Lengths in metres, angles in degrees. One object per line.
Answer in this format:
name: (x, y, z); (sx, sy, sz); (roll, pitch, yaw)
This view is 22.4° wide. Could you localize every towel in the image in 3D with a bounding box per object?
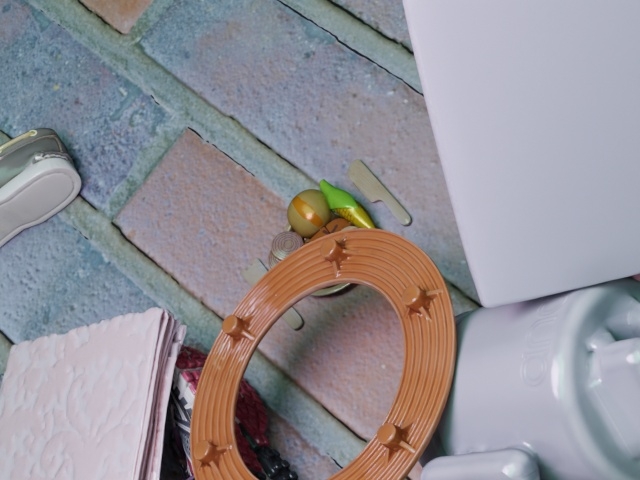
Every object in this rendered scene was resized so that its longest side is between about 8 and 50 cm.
towel: (-0.274, 0.248, 1.785); (0.331, 0.053, 0.317); (-15, 61, 49)

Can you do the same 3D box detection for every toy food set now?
toy food set: (0.000, 0.000, 1.829); (0.192, 0.038, 0.132); (-45, 55, 3)

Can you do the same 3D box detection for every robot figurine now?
robot figurine: (0.217, 0.148, 1.514); (0.300, 0.200, 0.353); (-35, 10, -39)

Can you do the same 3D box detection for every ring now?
ring: (-0.011, 0.136, 1.577); (0.336, 0.032, 0.337); (-24, 49, 31)

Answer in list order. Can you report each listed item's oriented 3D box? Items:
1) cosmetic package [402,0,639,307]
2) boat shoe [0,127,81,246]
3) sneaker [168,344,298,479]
cosmetic package: (0.253, -0.205, 1.496); (0.327, 0.329, 0.394); (-13, 30, 6)
boat shoe: (-0.447, -0.036, 2.044); (0.305, 0.109, 0.091); (-30, 56, 6)
sneaker: (-0.118, 0.230, 1.740); (0.112, 0.121, 0.299); (-45, 49, 20)
